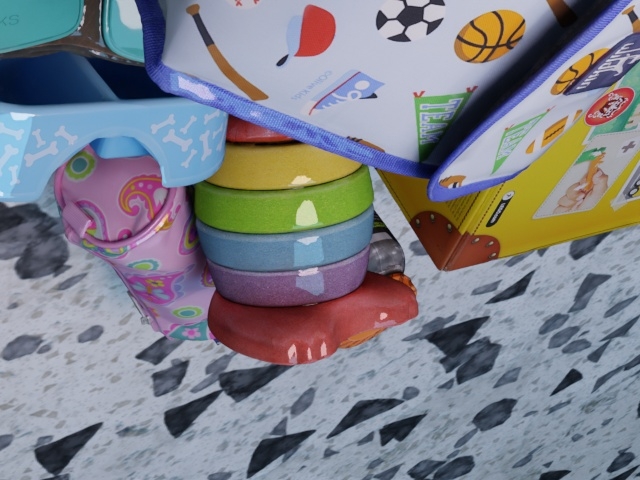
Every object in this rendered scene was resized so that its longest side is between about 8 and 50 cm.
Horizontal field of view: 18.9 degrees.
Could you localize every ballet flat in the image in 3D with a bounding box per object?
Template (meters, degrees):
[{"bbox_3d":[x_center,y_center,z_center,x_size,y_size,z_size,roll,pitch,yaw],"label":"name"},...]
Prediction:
[{"bbox_3d":[-0.178,-0.183,1.408,0.280,0.096,0.095,-1,117,-34],"label":"ballet flat"}]

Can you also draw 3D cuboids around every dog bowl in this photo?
[{"bbox_3d":[-0.193,-0.114,1.448,0.297,0.166,0.074,-8,134,-38],"label":"dog bowl"}]

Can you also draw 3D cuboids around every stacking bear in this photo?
[{"bbox_3d":[-0.029,-0.066,1.608,0.175,0.164,0.289,-21,114,-44],"label":"stacking bear"}]

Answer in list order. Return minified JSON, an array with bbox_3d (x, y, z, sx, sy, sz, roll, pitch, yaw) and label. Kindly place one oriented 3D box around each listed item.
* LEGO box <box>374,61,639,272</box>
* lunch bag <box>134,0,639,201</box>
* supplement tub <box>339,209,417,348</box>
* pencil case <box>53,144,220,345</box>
[{"bbox_3d":[0.296,-0.222,1.713,0.372,0.193,0.500,-13,148,-31],"label":"LEGO box"},{"bbox_3d":[0.105,-0.209,1.325,0.385,0.239,0.328,20,129,-36],"label":"lunch bag"},{"bbox_3d":[0.000,0.000,1.787,0.117,0.190,0.117,-31,159,-13],"label":"supplement tub"},{"bbox_3d":[-0.144,0.004,1.736,0.124,0.124,0.284,-30,156,-1],"label":"pencil case"}]
